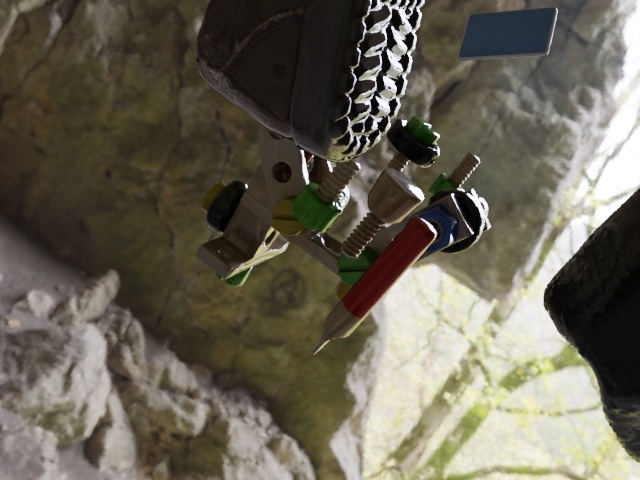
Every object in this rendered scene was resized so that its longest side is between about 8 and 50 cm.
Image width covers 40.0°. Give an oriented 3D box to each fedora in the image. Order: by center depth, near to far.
[{"bbox_3d":[0.257,0.066,0.617,0.334,0.152,0.334,51,18,-24],"label":"fedora"}]

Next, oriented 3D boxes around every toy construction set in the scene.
[{"bbox_3d":[0.000,0.000,0.815,0.257,0.237,0.309,33,23,-14],"label":"toy construction set"}]

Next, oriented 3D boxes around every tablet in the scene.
[{"bbox_3d":[0.167,-0.185,0.788,0.083,0.054,0.006,3,-27,30],"label":"tablet"}]

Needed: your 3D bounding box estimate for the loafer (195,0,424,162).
[{"bbox_3d":[0.001,-0.232,0.477,0.130,0.366,0.134,15,4,22],"label":"loafer"}]
